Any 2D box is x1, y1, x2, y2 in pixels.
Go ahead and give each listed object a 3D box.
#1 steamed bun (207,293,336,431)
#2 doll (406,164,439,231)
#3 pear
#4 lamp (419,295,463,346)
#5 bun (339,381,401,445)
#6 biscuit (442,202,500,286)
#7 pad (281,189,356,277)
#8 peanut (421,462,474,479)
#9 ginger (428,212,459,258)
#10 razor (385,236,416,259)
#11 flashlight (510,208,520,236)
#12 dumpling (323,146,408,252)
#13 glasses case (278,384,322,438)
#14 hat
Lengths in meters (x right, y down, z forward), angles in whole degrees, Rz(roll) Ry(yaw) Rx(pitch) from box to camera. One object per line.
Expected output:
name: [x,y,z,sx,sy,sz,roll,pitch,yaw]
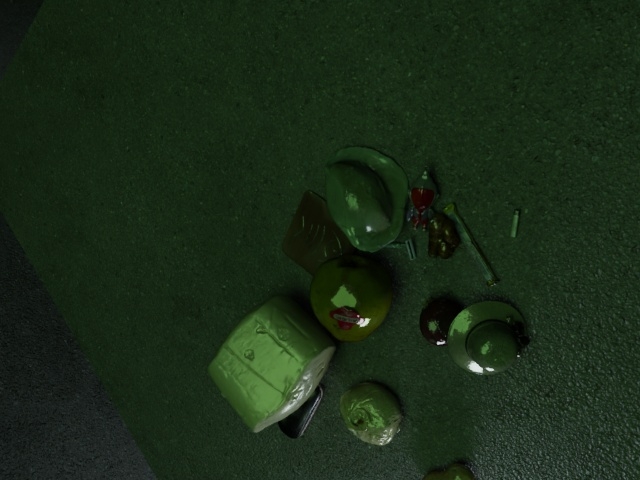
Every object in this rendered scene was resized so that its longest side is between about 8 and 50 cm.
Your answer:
steamed bun: [-0.168,0.461,2.141,0.371,0.290,0.456,45,102,16]
doll: [0.327,-0.134,1.794,0.102,0.075,0.227,7,119,16]
pear: [0.104,0.208,1.931,0.287,0.287,0.375,20,137,26]
lamp: [0.394,0.266,1.842,0.135,0.156,0.157,169,116,-73]
bun: [0.181,0.655,2.082,0.244,0.153,0.243,14,115,31]
biscuit: [0.474,0.015,1.777,0.048,0.026,0.291,-33,86,39]
pad: [0.000,0.000,2.066,0.284,0.018,0.286,37,121,22]
peanut: [0.438,0.877,2.013,0.263,0.101,0.117,-33,66,35]
ginger: [0.396,-0.006,1.794,0.103,0.073,0.162,28,132,41]
razor: [0.226,0.016,1.933,0.211,0.036,0.084,6,129,36]
flashlight: [0.586,-0.052,1.690,0.018,0.018,0.083,13,111,28]
dumpling: [0.133,-0.135,1.837,0.270,0.212,0.320,-6,110,31]
glasses case: [-0.086,0.683,2.298,0.122,0.075,0.314,36,118,23]
hat: [0.524,0.326,1.713,0.257,0.130,0.257,0,107,0]
